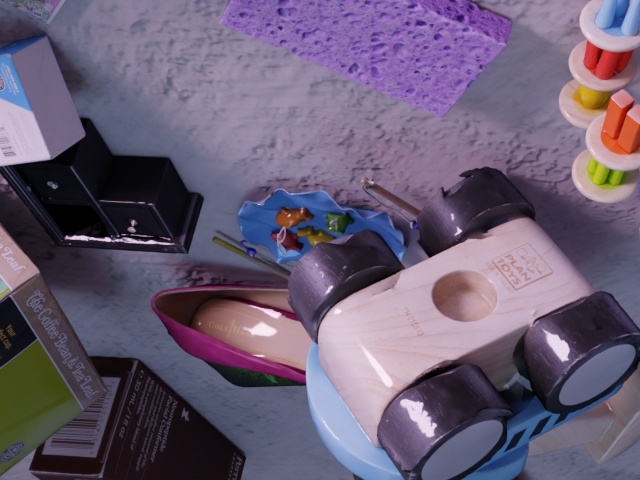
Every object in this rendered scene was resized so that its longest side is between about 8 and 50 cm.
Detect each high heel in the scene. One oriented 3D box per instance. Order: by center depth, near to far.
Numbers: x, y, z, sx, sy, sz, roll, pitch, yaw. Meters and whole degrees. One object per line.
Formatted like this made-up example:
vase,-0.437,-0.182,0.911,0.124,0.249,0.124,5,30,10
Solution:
high heel,-0.015,0.107,1.334,0.377,0.127,0.181,-6,157,35

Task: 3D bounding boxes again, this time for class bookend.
bookend,-0.223,-0.059,1.198,0.157,0.072,0.156,4,149,16

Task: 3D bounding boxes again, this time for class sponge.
sponge,0.035,-0.174,0.929,0.210,0.031,0.117,21,150,-14

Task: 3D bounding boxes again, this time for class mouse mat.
mouse mat,-0.103,0.162,1.609,0.153,0.007,0.189,-6,145,32

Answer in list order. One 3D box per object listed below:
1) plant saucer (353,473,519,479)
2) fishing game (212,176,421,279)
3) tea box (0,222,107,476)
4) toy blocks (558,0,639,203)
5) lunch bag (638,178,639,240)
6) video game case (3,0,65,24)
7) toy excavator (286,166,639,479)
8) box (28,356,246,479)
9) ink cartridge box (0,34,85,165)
plant saucer,0.190,0.377,1.833,0.278,0.041,0.278,10,150,6
fishing game,0.000,0.000,1.242,0.189,0.041,0.264,31,148,-35
tea box,-0.462,0.139,1.333,0.220,0.324,0.329,45,161,25
toy blocks,0.220,-0.115,0.863,0.054,0.123,0.148,-4,151,-1
lunch bag,0.453,0.004,0.868,0.386,0.238,0.327,8,150,24
video game case,-0.267,-0.232,0.971,0.122,0.011,0.087,26,149,-22
toy excavator,0.189,0.145,1.180,0.433,0.222,0.445,-24,146,-18
box,-0.273,0.351,1.824,0.143,0.191,0.381,-1,149,24
ink cartridge box,-0.323,-0.125,1.094,0.180,0.060,0.104,-4,117,28
